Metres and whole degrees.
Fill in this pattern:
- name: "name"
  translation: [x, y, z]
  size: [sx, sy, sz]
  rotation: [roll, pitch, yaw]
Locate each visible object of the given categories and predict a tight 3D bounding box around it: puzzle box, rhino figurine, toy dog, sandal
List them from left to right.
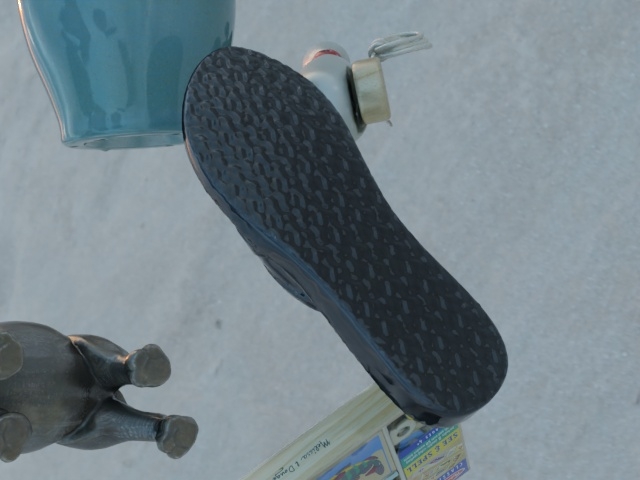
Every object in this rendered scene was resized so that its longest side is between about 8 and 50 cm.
- name: "rhino figurine"
  translation: [-0.186, 0.074, 0.516]
  size: [0.106, 0.243, 0.073]
  rotation: [2, 81, 44]
- name: "puzzle box"
  translation: [-0.007, 0.321, 1.174]
  size: [0.409, 0.272, 0.052]
  rotation: [-34, 55, -10]
- name: "sandal"
  translation: [-0.001, 0.002, 0.989]
  size: [0.445, 0.168, 0.107]
  rotation: [54, 147, 11]
- name: "toy dog"
  translation: [0.022, -0.176, 1.356]
  size: [0.220, 0.334, 0.160]
  rotation: [0, 109, 23]

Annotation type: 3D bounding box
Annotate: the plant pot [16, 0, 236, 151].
- name: "plant pot"
  translation: [-0.221, -0.239, 1.163]
  size: [0.272, 0.272, 0.255]
  rotation: [-5, 90, 50]
